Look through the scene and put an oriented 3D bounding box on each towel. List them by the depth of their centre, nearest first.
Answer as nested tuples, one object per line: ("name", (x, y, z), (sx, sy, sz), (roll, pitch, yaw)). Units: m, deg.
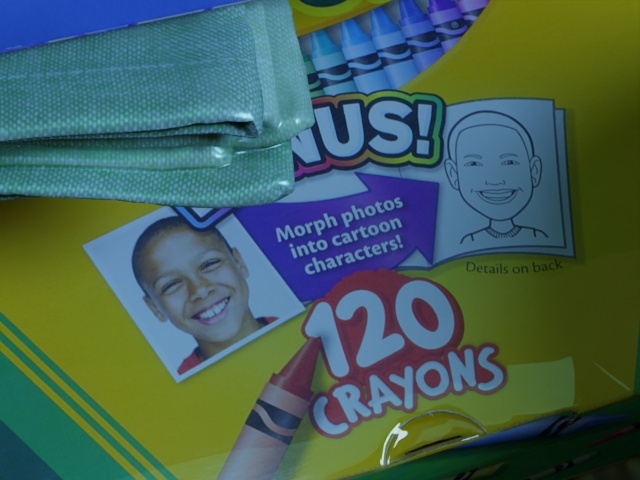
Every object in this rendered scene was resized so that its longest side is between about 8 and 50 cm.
("towel", (-0.144, -0.117, 0.569), (0.248, 0.038, 0.324), (-4, 43, -8))

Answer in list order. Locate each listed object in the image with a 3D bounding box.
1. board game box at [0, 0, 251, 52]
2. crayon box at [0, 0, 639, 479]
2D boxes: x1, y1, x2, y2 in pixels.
("board game box", (-0.077, -0.196, 0.571), (0.233, 0.078, 0.347), (-13, 45, -17))
("crayon box", (0.000, 0.000, 0.572), (0.278, 0.081, 0.165), (-16, 69, -12))
